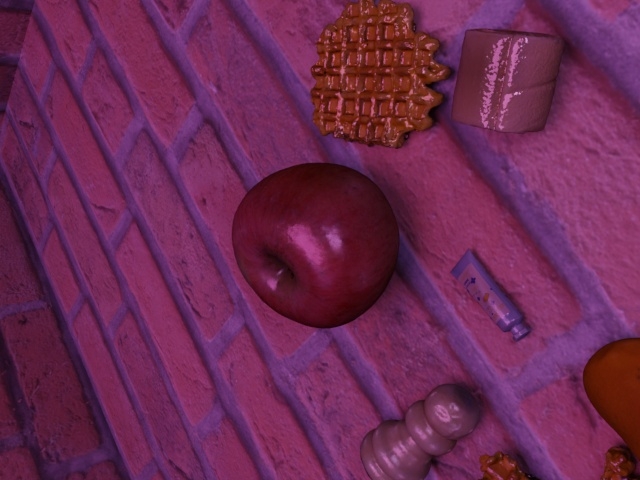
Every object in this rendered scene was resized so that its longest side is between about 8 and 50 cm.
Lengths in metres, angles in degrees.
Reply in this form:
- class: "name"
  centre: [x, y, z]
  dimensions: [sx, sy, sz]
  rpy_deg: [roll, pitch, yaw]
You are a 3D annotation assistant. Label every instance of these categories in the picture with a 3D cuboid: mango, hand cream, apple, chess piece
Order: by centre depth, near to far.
- class: "mango"
  centre: [0.474, 0.226, 0.818]
  dimensions: [0.254, 0.139, 0.175]
  rpy_deg: [51, 126, 35]
- class: "hand cream"
  centre: [0.287, 0.096, 1.051]
  dimensions: [0.170, 0.043, 0.065]
  rpy_deg: [53, 134, 27]
- class: "chess piece"
  centre: [0.192, 0.356, 1.145]
  dimensions: [0.133, 0.133, 0.243]
  rpy_deg: [54, 126, 24]
- class: "apple"
  centre: [0.000, 0.000, 1.185]
  dimensions: [0.345, 0.269, 0.344]
  rpy_deg: [27, 135, 31]

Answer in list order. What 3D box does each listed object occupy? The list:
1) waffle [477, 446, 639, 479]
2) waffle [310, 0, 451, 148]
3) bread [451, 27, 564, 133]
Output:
- class: "waffle"
  centre: [0.402, 0.455, 0.988]
  dimensions: [0.293, 0.069, 0.259]
  rpy_deg: [-16, 88, 43]
- class: "waffle"
  centre: [0.095, -0.297, 1.163]
  dimensions: [0.312, 0.060, 0.307]
  rpy_deg: [53, 131, 27]
- class: "bread"
  centre: [0.279, -0.242, 0.932]
  dimensions: [0.148, 0.134, 0.141]
  rpy_deg: [35, 126, 50]
